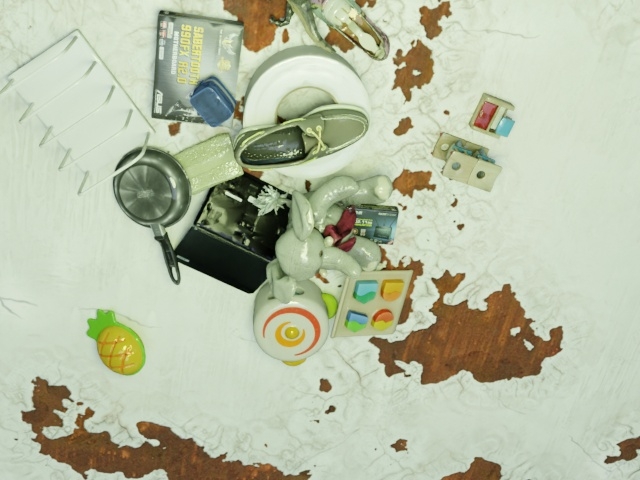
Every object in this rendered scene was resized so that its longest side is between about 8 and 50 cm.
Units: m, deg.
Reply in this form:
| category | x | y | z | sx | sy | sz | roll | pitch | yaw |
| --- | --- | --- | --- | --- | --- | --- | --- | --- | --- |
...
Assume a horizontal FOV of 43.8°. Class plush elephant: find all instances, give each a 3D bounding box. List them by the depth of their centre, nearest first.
| category | x | y | z | sx | sy | sz | roll | pitch | yaw |
| --- | --- | --- | --- | --- | --- | --- | --- | --- | --- |
| plush elephant | 0.000 | 0.000 | 1.782 | 0.330 | 0.255 | 0.272 | 11 | 129 | -5 |

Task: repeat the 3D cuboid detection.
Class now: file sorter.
| category | x | y | z | sx | sy | sz | roll | pitch | yaw |
| --- | --- | --- | --- | --- | --- | --- | --- | --- | --- |
| file sorter | -0.521 | -0.267 | 1.703 | 0.193 | 0.173 | 0.278 | -30 | 115 | 9 |

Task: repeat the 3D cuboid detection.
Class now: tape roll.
| category | x | y | z | sx | sy | sz | roll | pitch | yaw |
| --- | --- | --- | --- | --- | --- | --- | --- | --- | --- |
| tape roll | -0.032 | -0.286 | 1.779 | 0.286 | 0.100 | 0.286 | -2 | 117 | -4 |

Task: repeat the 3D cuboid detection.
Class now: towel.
| category | x | y | z | sx | sy | sz | roll | pitch | yaw |
| --- | --- | --- | --- | --- | --- | --- | --- | --- | --- |
| towel | -0.260 | -0.176 | 1.834 | 0.148 | 0.027 | 0.110 | -22 | 94 | 8 |

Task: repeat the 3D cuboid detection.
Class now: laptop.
| category | x | y | z | sx | sy | sz | roll | pitch | yaw |
| --- | --- | --- | --- | --- | --- | --- | --- | --- | --- |
| laptop | -0.201 | -0.023 | 1.943 | 0.234 | 0.136 | 0.264 | 26 | 86 | -17 |

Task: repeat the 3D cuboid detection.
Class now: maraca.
| category | x | y | z | sx | sy | sz | roll | pitch | yaw |
| --- | --- | --- | --- | --- | --- | --- | --- | --- | --- |
| maraca | -0.517 | 0.259 | 2.012 | 0.127 | 0.099 | 0.186 | -39 | 89 | 20 |

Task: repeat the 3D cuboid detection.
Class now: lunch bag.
| category | x | y | z | sx | sy | sz | roll | pitch | yaw |
| --- | --- | --- | --- | --- | --- | --- | --- | --- | --- |
| lunch bag | -0.232 | -0.302 | 1.709 | 0.067 | 0.065 | 0.098 | -25 | 119 | 24 |

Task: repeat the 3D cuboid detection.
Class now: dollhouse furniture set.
| category | x | y | z | sx | sy | sz | roll | pitch | yaw |
| --- | --- | --- | --- | --- | --- | --- | --- | --- | --- |
| dollhouse furniture set | 0.357 | -0.234 | 1.824 | 0.129 | 0.129 | 0.184 | 17 | 115 | -13 |

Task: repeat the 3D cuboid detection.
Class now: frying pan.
| category | x | y | z | sx | sy | sz | roll | pitch | yaw |
| --- | --- | --- | --- | --- | --- | --- | --- | --- | --- |
| frying pan | -0.406 | -0.058 | 1.859 | 0.197 | 0.053 | 0.326 | 15 | 111 | 8 |

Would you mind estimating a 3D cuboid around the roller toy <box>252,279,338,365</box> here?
| category | x | y | z | sx | sy | sz | roll | pitch | yaw |
| --- | --- | --- | --- | --- | --- | --- | --- | --- | --- |
| roller toy | -0.076 | 0.200 | 1.991 | 0.191 | 0.146 | 0.209 | 33 | 110 | -19 |

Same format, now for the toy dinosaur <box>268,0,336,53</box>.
| category | x | y | z | sx | sy | sz | roll | pitch | yaw |
| --- | --- | --- | --- | --- | --- | --- | --- | --- | --- |
| toy dinosaur | -0.064 | -0.508 | 1.674 | 0.118 | 0.064 | 0.268 | -13 | 109 | 20 |

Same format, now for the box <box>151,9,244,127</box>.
| category | x | y | z | sx | sy | sz | roll | pitch | yaw |
| --- | --- | --- | --- | --- | --- | --- | --- | --- | --- |
| box | -0.270 | -0.372 | 1.738 | 0.183 | 0.056 | 0.231 | 7 | 116 | -8 |

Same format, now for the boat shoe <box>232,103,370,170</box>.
| category | x | y | z | sx | sy | sz | roll | pitch | yaw |
| --- | --- | --- | --- | --- | --- | --- | --- | --- | --- |
| boat shoe | -0.038 | -0.214 | 1.707 | 0.305 | 0.091 | 0.109 | -12 | 117 | 1 |

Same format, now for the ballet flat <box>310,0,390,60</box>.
| category | x | y | z | sx | sy | sz | roll | pitch | yaw |
| --- | --- | --- | --- | --- | --- | --- | --- | --- | --- |
| ballet flat | 0.067 | -0.465 | 1.710 | 0.221 | 0.079 | 0.077 | 37 | 109 | -20 |

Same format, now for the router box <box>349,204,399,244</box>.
| category | x | y | z | sx | sy | sz | roll | pitch | yaw |
| --- | --- | --- | --- | --- | --- | --- | --- | --- | --- |
| router box | 0.126 | -0.041 | 1.950 | 0.122 | 0.038 | 0.092 | 4 | 116 | -7 |

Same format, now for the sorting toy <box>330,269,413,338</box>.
| category | x | y | z | sx | sy | sz | roll | pitch | yaw |
| --- | --- | --- | --- | --- | --- | --- | --- | --- | --- |
| sorting toy | 0.134 | 0.164 | 2.011 | 0.208 | 0.038 | 0.193 | -2 | 119 | -30 |
